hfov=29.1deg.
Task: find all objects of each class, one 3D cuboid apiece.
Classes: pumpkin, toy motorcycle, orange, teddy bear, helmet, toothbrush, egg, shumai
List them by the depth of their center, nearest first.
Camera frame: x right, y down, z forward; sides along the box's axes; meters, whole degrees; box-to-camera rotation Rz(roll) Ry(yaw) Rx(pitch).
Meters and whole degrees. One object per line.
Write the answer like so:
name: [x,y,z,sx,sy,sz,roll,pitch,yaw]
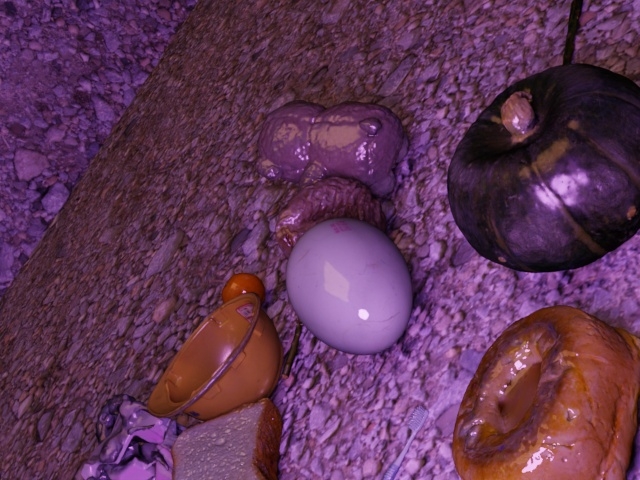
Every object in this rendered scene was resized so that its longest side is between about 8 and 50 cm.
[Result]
pumpkin: [0.301,-0.098,1.587,0.300,0.207,0.300,-32,28,20]
toothbrush: [0.087,0.315,1.625,0.016,0.019,0.219,4,60,56]
egg: [0.046,0.070,1.833,0.183,0.183,0.264,-47,32,10]
helmet: [-0.145,0.220,2.010,0.257,0.140,0.205,-55,23,-17]
shumai: [0.000,0.000,2.052,0.206,0.166,0.175,-28,-7,-35]
toy motorcycle: [-0.295,0.371,2.086,0.327,0.143,0.188,9,68,46]
teddy bear: [0.017,-0.163,2.161,0.267,0.151,0.236,-2,48,31]
orange: [-0.140,0.098,2.243,0.083,0.083,0.083,-40,27,25]

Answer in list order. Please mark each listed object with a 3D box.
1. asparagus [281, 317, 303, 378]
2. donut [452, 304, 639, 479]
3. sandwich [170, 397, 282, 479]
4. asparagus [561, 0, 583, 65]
asparagus: [-0.045,0.176,2.046,0.015,0.018,0.127,0,48,17]
donut: [0.249,0.198,1.375,0.208,0.128,0.261,-24,35,47]
sandwich: [-0.139,0.350,1.862,0.186,0.065,0.215,-21,33,14]
asparagus: [0.389,-0.305,1.939,0.023,0.022,0.233,-1,48,24]
